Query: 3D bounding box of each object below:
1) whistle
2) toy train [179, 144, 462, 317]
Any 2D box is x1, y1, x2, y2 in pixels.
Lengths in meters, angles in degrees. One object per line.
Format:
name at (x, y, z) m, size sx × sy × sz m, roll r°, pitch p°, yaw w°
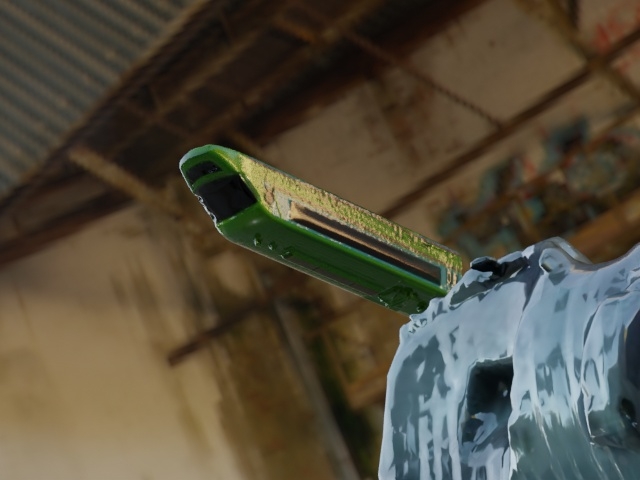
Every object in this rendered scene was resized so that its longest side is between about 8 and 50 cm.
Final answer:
whistle at (0.128, 0.046, 0.555) m, size 0.189 × 0.189 × 0.347 m, roll 6°, pitch -11°, yaw -43°
toy train at (0.000, 0.000, 1.151) m, size 0.209 × 0.042 × 0.044 m, roll 23°, pitch -35°, yaw -38°
